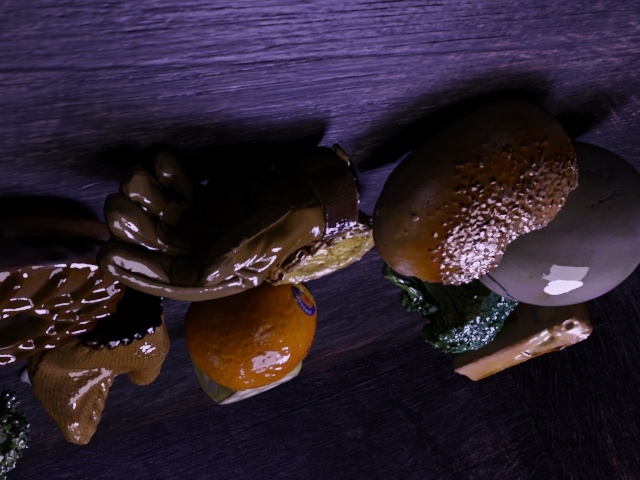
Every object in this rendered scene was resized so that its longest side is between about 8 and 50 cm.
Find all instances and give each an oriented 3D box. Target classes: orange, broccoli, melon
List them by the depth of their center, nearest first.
[{"bbox_3d":[0.368,-0.030,1.310,0.330,0.268,0.268,-5,160,-28],"label":"melon"},{"bbox_3d":[-0.112,0.134,1.331,0.219,0.193,0.219,-40,-156,21],"label":"orange"},{"bbox_3d":[-0.609,0.287,1.373,0.199,0.177,0.275,8,140,16],"label":"broccoli"},{"bbox_3d":[0.255,0.069,1.552,0.275,0.308,0.308,20,153,-11],"label":"broccoli"}]

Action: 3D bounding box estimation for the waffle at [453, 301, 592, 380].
[{"bbox_3d":[0.391,0.081,1.675,0.077,0.348,0.304,23,140,-31],"label":"waffle"}]

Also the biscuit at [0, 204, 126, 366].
[{"bbox_3d":[-0.369,0.066,0.894,0.332,0.103,0.332,-20,166,-5],"label":"biscuit"}]

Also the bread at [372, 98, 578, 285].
[{"bbox_3d":[0.219,-0.079,1.085,0.314,0.171,0.192,-29,150,-12],"label":"bread"}]

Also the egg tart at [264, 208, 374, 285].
[{"bbox_3d":[0.000,-0.002,1.222,0.213,0.090,0.212,-20,168,-5],"label":"egg tart"}]

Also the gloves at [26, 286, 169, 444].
[{"bbox_3d":[-0.327,0.164,1.211,0.203,0.155,0.356,-21,152,-36],"label":"gloves"}]

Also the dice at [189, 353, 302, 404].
[{"bbox_3d":[-0.148,0.217,1.645,0.169,0.169,0.166,-10,162,-41],"label":"dice"}]

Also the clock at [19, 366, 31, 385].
[{"bbox_3d":[-0.430,0.234,1.531,0.236,0.053,0.236,-22,167,-5],"label":"clock"}]

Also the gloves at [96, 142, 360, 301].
[{"bbox_3d":[-0.099,-0.020,0.888,0.331,0.154,0.141,-20,166,-40],"label":"gloves"}]
